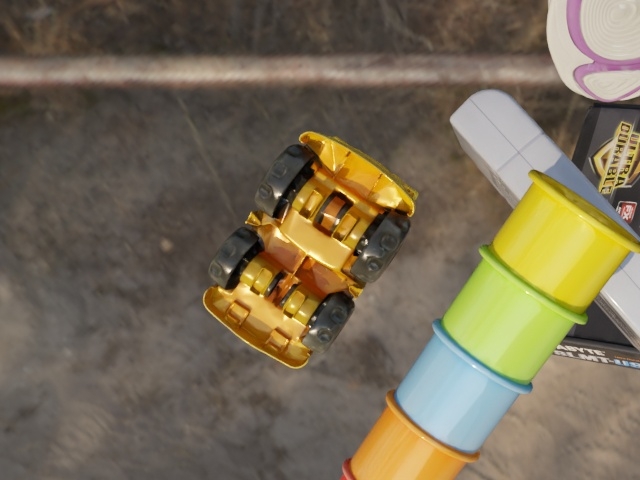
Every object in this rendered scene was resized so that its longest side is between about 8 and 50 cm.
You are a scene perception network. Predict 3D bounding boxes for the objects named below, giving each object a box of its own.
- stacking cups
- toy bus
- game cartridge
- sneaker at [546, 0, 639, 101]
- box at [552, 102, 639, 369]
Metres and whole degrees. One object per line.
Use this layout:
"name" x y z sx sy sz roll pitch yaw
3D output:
"stacking cups" 0.093 0.100 0.977 0.316 0.096 0.096 -54 48 13
"toy bus" 0.000 0.000 1.440 0.149 0.211 0.220 34 102 4
"game cartridge" 0.218 0.006 1.097 0.060 0.196 0.294 -41 81 8
"sneaker" 0.209 -0.233 0.873 0.114 0.305 0.152 5 37 4
"box" 0.390 -0.001 1.481 0.293 0.073 0.295 8 70 40
